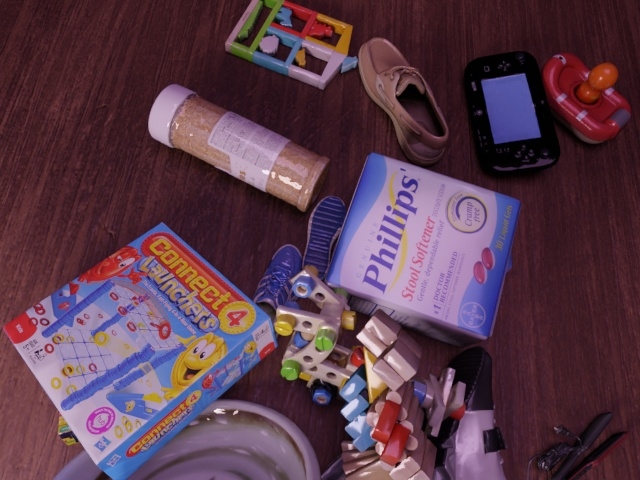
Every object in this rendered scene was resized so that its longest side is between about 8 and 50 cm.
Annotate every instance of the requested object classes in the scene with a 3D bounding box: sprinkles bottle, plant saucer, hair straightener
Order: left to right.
[{"bbox_3d":[-0.192,0.385,0.721,0.400,0.400,0.101,-12,112,-12],"label":"plant saucer"},{"bbox_3d":[-0.160,-0.185,1.042,0.355,0.121,0.121,26,66,5],"label":"sprinkles bottle"},{"bbox_3d":[0.434,0.372,0.921,0.230,0.047,0.089,-31,73,-14],"label":"hair straightener"}]

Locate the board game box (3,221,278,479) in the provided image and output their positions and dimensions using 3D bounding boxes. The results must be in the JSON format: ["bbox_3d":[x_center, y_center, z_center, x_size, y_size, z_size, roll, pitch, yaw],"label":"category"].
[{"bbox_3d":[-0.282,0.152,0.830,0.308,0.086,0.302,35,60,30],"label":"board game box"}]

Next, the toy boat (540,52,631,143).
[{"bbox_3d":[0.614,-0.345,1.189,0.151,0.151,0.231,-39,76,-21],"label":"toy boat"}]

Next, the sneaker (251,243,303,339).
[{"bbox_3d":[-0.079,0.100,0.950,0.080,0.081,0.211,16,66,1],"label":"sneaker"}]

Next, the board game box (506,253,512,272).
[{"bbox_3d":[0.319,0.004,1.068,0.133,0.033,0.169,4,74,-6],"label":"board game box"}]

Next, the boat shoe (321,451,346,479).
[{"bbox_3d":[-0.017,0.414,0.800,0.335,0.121,0.119,-27,84,-28],"label":"boat shoe"}]

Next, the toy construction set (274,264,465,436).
[{"bbox_3d":[0.071,0.197,0.842,0.327,0.215,0.151,30,35,12],"label":"toy construction set"}]

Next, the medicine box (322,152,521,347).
[{"bbox_3d":[0.178,0.021,0.957,0.289,0.149,0.264,19,73,3],"label":"medicine box"}]

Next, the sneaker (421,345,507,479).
[{"bbox_3d":[0.249,0.347,0.877,0.146,0.122,0.331,29,66,-12],"label":"sneaker"}]

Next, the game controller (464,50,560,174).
[{"bbox_3d":[0.428,-0.292,1.182,0.166,0.067,0.320,-4,66,1],"label":"game controller"}]

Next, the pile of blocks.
[{"bbox_3d":[0.083,0.283,0.700,0.148,0.112,0.363,-10,94,18],"label":"pile of blocks"}]

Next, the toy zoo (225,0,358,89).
[{"bbox_3d":[-0.050,-0.467,1.227,0.293,0.030,0.192,22,66,2],"label":"toy zoo"}]

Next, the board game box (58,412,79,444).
[{"bbox_3d":[-0.330,0.239,0.855,0.170,0.048,0.141,-11,50,-12],"label":"board game box"}]

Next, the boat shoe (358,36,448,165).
[{"bbox_3d":[0.190,-0.333,1.154,0.121,0.110,0.341,-21,71,-15],"label":"boat shoe"}]

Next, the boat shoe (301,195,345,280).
[{"bbox_3d":[0.000,0.000,1.011,0.066,0.066,0.183,19,65,2],"label":"boat shoe"}]
